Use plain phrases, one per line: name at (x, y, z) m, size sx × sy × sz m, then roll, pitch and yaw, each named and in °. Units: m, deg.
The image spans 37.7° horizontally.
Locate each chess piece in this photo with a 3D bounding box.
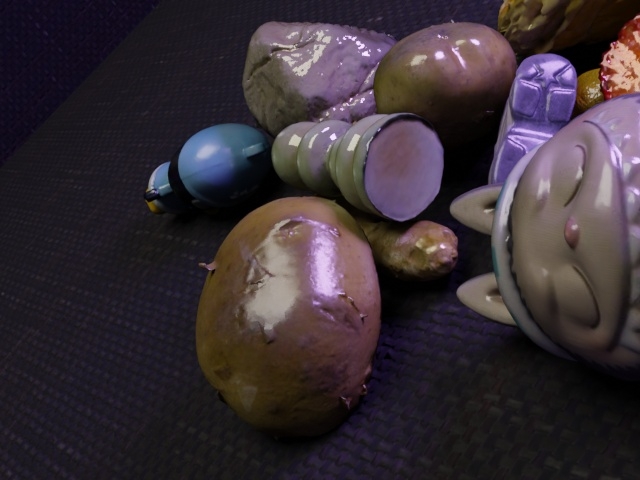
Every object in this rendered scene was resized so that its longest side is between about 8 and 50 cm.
chess piece at (0.029, -0.105, 1.201) m, size 0.243 × 0.133 × 0.133 m, roll 15°, pitch 60°, yaw 51°

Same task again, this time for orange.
orange at (0.350, -0.172, 1.150) m, size 0.095 × 0.085 × 0.085 m, roll -19°, pitch 33°, yaw 6°

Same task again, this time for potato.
potato at (-0.056, 0.080, 1.101) m, size 0.239 × 0.116 × 0.299 m, roll -3°, pitch 74°, yaw 24°
potato at (0.168, -0.188, 1.254) m, size 0.191 × 0.141 × 0.296 m, roll -24°, pitch -11°, yaw 1°

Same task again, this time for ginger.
ginger at (-0.002, 0.018, 1.288) m, size 0.363 × 0.122 × 0.348 m, roll -38°, pitch 27°, yaw 16°

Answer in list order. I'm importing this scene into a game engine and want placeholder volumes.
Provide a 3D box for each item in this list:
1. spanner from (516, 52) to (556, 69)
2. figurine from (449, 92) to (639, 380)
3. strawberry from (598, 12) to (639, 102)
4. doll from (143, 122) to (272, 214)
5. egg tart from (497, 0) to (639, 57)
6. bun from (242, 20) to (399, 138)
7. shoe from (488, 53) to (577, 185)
spanner at (0.217, -0.219, 1.431) m, size 0.315 × 0.024 × 0.087 m, roll -34°, pitch 29°, yaw 14°
figurine at (0.280, -0.053, 0.891) m, size 0.377 × 0.266 × 0.361 m, roll 13°, pitch 44°, yaw 44°
strawberry at (0.411, -0.179, 1.034) m, size 0.188 × 0.106 × 0.286 m, roll 40°, pitch 101°, yaw 43°
doll at (-0.193, -0.116, 1.640) m, size 0.177 × 0.141 × 0.314 m, roll -25°, pitch 2°, yaw -40°
egg tart at (0.379, -0.401, 1.264) m, size 0.388 × 0.169 × 0.388 m, roll -155°, pitch 90°, yaw -87°
bun at (0.007, -0.235, 1.477) m, size 0.281 × 0.281 × 0.205 m, roll 20°, pitch 103°, yaw 56°
shoe at (0.254, -0.092, 1.143) m, size 0.095 × 0.137 × 0.245 m, roll 8°, pitch 76°, yaw 8°
